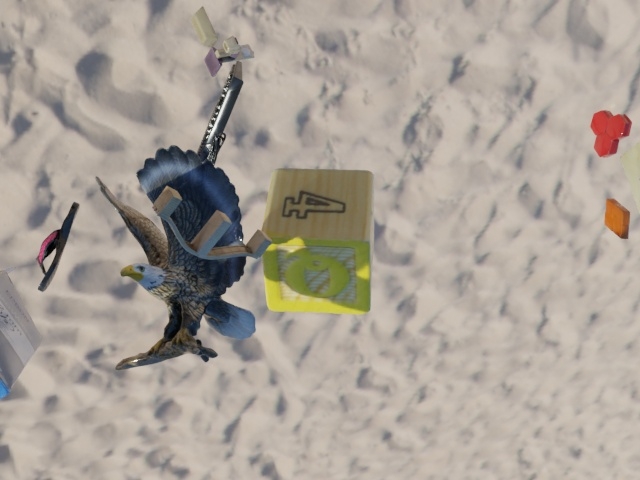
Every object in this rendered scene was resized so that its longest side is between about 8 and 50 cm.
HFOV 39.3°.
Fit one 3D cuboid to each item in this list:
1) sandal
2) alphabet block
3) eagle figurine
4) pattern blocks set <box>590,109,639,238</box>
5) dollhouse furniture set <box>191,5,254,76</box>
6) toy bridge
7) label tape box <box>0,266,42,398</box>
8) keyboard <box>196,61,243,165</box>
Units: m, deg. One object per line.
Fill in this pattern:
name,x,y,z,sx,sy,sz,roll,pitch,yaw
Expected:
sandal,-0.472,0.009,1.583,0.040,0.179,0.067,20,153,-15
alphabet block,0.000,0.000,1.633,0.194,0.197,0.192,0,134,6
eagle figurine,-0.221,0.030,1.337,0.226,0.298,0.225,-6,166,-1
pattern blocks set,0.539,-0.097,1.380,0.026,0.324,0.285,2,161,-26
dollhouse furniture set,-0.153,-0.348,1.488,0.081,0.114,0.091,-19,168,-32
toy bridge,-0.141,-0.008,1.147,0.063,0.026,0.188,-51,138,11
label tape box,-0.469,0.160,1.066,0.249,0.115,0.348,-34,-172,-4
keyboard,-0.221,-0.187,1.765,0.033,0.201,0.317,18,118,-16
